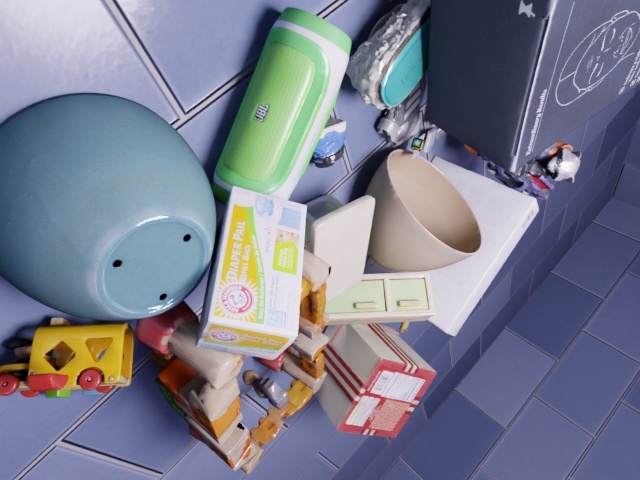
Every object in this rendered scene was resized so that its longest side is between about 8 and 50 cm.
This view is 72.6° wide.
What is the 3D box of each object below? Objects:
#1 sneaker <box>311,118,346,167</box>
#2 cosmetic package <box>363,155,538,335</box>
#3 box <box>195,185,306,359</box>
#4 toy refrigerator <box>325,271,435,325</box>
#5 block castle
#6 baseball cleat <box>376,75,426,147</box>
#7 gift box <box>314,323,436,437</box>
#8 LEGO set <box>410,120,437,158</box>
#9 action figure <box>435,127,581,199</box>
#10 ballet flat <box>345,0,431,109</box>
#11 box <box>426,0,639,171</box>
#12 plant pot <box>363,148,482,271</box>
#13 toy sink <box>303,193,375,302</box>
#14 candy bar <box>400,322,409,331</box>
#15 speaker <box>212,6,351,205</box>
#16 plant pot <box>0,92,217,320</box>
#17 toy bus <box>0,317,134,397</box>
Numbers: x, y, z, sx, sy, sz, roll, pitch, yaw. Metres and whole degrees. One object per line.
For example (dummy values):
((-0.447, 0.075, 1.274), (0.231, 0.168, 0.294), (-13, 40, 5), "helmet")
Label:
((-0.009, -0.168, 0.805), (0.152, 0.058, 0.084), (-30, 129, -40), "sneaker")
((0.319, 0.006, 1.119), (0.377, 0.284, 0.097), (-57, 147, 3), "cosmetic package")
((-0.092, 0.045, 0.596), (0.114, 0.203, 0.103), (13, 146, -18), "box")
((0.117, 0.135, 1.007), (0.270, 0.102, 0.094), (-1, 160, -4), "toy refrigerator")
((-0.148, 0.208, 0.826), (0.303, 0.213, 0.453), (-44, 150, -34), "block castle")
((0.165, -0.282, 0.901), (0.109, 0.072, 0.206), (-40, 140, -20), "baseball cleat")
((0.106, 0.335, 1.171), (0.276, 0.258, 0.255), (30, 96, -34), "gift box")
((0.261, -0.269, 0.965), (0.244, 0.060, 0.182), (-40, 146, -57), "LEGO set")
((0.448, -0.230, 1.039), (0.341, 0.330, 0.178), (15, 105, -52), "action figure")
((0.196, -0.413, 0.763), (0.409, 0.147, 0.147), (-45, 144, 2), "ballet flat")
((0.391, -0.357, 0.711), (0.395, 0.212, 0.293), (-33, 143, -15), "box")
((0.198, -0.039, 1.000), (0.284, 0.284, 0.191), (-6, 151, -46), "plant pot")
((0.000, 0.000, 0.887), (0.153, 0.131, 0.234), (-29, 141, -31), "toy sink")
((0.318, 0.255, 1.534), (0.040, 0.018, 0.161), (-7, 122, -45), "candy bar")
((-0.063, -0.186, 0.673), (0.131, 0.131, 0.296), (9, 110, -51), "speaker")
((-0.246, -0.013, 0.548), (0.290, 0.195, 0.290), (-29, 137, -32), "plant pot")
((-0.370, 0.165, 0.621), (0.202, 0.191, 0.104), (28, 53, -54), "toy bus")
